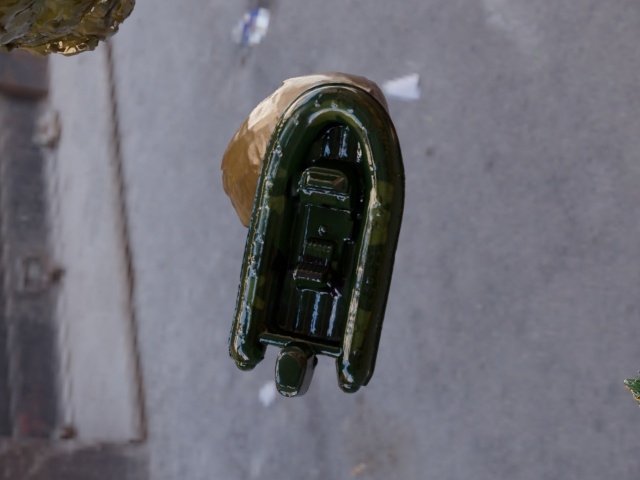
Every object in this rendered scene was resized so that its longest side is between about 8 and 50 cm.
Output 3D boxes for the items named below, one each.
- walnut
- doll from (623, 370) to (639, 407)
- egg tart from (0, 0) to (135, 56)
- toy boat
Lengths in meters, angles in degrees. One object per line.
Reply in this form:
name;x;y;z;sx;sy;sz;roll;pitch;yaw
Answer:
walnut;-0.016;-0.076;1.342;0.245;0.137;0.137;-30;57;53
doll;0.422;0.200;1.756;0.113;0.076;0.078;60;155;-2
egg tart;-0.252;-0.194;0.872;0.295;0.294;0.116;-21;37;59
toy boat;0.000;0.000;0.968;0.104;0.052;0.210;11;93;18
